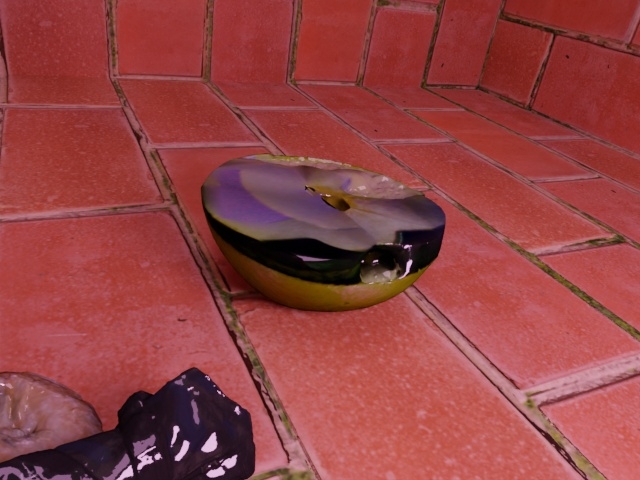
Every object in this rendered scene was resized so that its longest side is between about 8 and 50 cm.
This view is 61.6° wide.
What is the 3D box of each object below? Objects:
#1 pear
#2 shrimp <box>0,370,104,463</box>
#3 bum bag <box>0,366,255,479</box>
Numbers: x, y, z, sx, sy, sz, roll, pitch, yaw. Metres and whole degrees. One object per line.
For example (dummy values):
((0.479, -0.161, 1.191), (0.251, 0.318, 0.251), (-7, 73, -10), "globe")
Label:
((-0.002, 0.001, 0.899), (0.399, 0.165, 0.399), (7, 29, -4), "pear")
((-0.372, 0.184, 0.571), (0.317, 0.077, 0.168), (25, 25, 15), "shrimp")
((-0.196, 0.229, 0.503), (0.310, 0.074, 0.137), (-20, 80, -43), "bum bag")
